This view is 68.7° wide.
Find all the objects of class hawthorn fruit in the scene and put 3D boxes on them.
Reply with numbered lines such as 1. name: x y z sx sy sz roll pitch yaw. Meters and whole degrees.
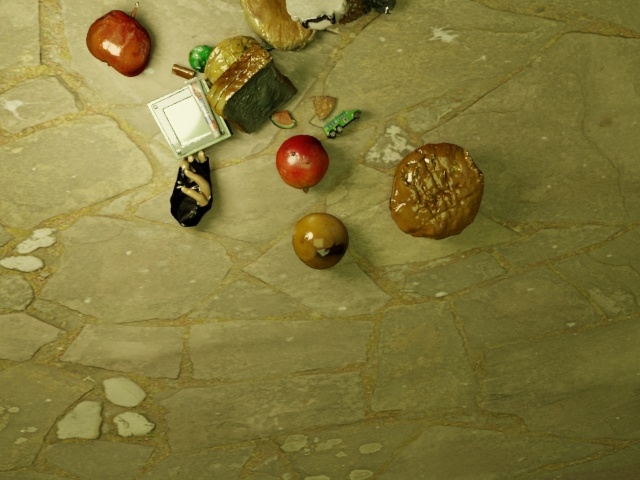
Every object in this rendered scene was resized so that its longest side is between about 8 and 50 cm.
1. hawthorn fruit: -0.674 -0.706 1.615 0.208 0.207 0.243 28 97 -14

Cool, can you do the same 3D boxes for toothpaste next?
1. toothpaste: -0.414 -0.472 1.672 0.052 0.033 0.218 -24 102 -4

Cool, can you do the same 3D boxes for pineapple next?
1. pineapple: 0.165 -0.866 1.705 0.237 0.111 0.119 -19 144 -5

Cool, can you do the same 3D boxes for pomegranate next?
1. pomegranate: -0.068 -0.292 1.798 0.210 0.210 0.235 -16 140 -1

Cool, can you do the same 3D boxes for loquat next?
1. loquat: 0.000 0.000 1.877 0.235 0.235 0.234 -2 107 -6

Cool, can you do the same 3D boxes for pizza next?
1. pizza: 0.018 -0.530 1.827 0.099 0.029 0.100 -27 110 -6

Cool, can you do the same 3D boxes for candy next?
1. candy: -0.323 -0.688 1.724 0.324 0.097 0.097 -14 108 -11

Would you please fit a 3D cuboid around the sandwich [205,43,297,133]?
1. sandwich: -0.241 -0.520 1.660 0.271 0.301 0.099 -45 77 8

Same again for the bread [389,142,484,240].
1. bread: 0.458 -0.198 1.877 0.399 0.215 0.397 -2 105 -6

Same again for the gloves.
1. gloves: -0.492 -0.206 1.797 0.152 0.197 0.301 -19 140 -39

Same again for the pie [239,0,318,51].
1. pie: -0.128 -0.858 1.678 0.340 0.083 0.339 -3 108 -10

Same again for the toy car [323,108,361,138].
1. toy car: 0.084 -0.463 1.831 0.165 0.071 0.062 -36 93 5

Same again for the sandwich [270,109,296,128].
1. sandwich: -0.146 -0.471 1.826 0.101 0.026 0.069 -5 103 -8

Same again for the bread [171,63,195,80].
1. bread: -0.507 -0.623 1.730 0.083 0.047 0.036 17 74 -13

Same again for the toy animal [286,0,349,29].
1. toy animal: 0.001 -0.826 1.592 0.208 0.156 0.204 -2 111 19

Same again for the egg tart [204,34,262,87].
1. egg tart: -0.296 -0.613 1.670 0.241 0.241 0.106 -39 73 6

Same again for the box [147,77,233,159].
1. box: -0.479 -0.452 1.744 0.225 0.117 0.224 -25 107 1
